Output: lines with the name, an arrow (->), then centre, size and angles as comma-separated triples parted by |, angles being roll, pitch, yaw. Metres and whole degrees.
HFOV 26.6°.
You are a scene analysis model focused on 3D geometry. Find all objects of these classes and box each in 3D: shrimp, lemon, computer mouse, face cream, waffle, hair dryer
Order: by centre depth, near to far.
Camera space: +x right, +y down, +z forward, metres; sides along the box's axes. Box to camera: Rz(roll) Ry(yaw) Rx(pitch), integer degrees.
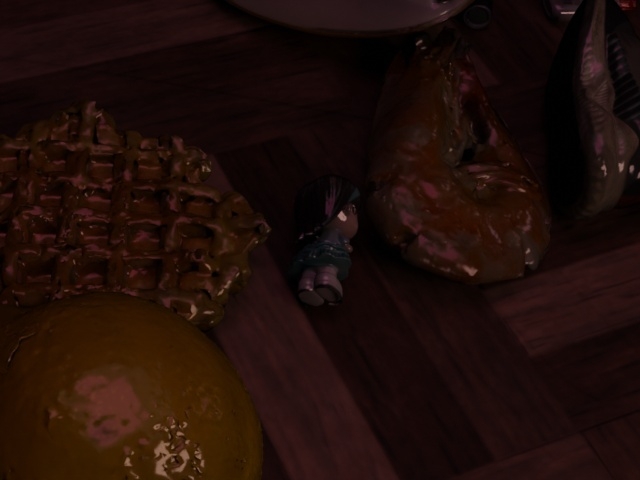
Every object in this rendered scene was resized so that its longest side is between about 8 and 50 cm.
lemon -> -0.125, 0.115, 0.777 | 0.173, 0.173, 0.206 | -30, 71, -30
waffle -> -0.176, -0.001, 0.959 | 0.254, 0.052, 0.245 | 34, 53, 23
shrimp -> 0.108, -0.076, 1.068 | 0.154, 0.062, 0.294 | 14, 49, -12
computer mouse -> 0.023, -0.223, 1.176 | 0.245, 0.056, 0.126 | 13, 39, 23
hair dryer -> 0.113, -0.216, 1.219 | 0.083, 0.026, 0.047 | 4, 45, 6
face cream -> 0.247, -0.215, 1.235 | 0.083, 0.021, 0.040 | -2, 46, -9

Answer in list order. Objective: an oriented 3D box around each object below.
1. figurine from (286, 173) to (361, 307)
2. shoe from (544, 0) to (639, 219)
figurine -> 0.000, 0.000, 0.989 | 0.047, 0.060, 0.106 | 30, 49, -29
shoe -> 0.245, -0.103, 1.090 | 0.112, 0.099, 0.228 | 14, 51, -5
